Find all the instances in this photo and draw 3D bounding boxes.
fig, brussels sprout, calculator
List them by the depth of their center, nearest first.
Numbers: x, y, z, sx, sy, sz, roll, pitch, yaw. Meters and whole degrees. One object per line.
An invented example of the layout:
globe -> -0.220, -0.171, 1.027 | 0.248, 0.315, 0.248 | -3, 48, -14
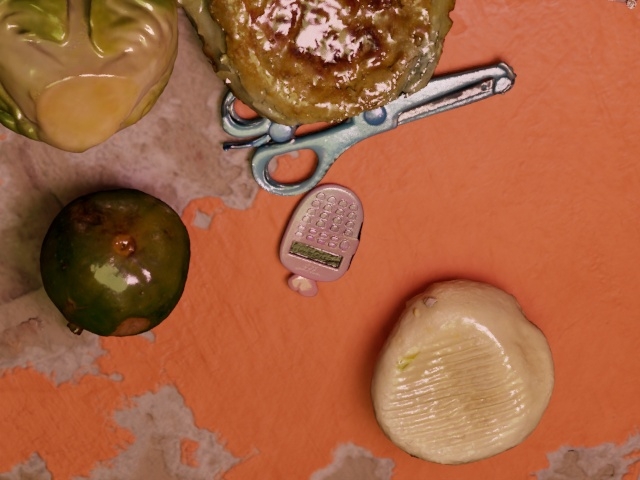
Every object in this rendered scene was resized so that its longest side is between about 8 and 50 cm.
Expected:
brussels sprout -> -0.299, -0.253, 1.662 | 0.259, 0.294, 0.227 | -3, 144, -26
fig -> -0.279, 0.041, 1.844 | 0.195, 0.195, 0.245 | 29, 145, -16
calculator -> 0.000, 0.000, 1.914 | 0.103, 0.024, 0.166 | 19, 109, -12

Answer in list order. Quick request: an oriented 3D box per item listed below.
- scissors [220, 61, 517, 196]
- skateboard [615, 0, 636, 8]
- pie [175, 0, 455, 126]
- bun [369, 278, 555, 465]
scissors -> 0.062, -0.173, 1.838 | 0.393, 0.032, 0.180 | -14, 114, 3
skateboard -> 0.380, -0.342, 1.793 | 0.064, 0.032, 0.083 | 12, 115, 2
pie -> -0.001, -0.294, 1.736 | 0.355, 0.103, 0.288 | -11, 106, 1
bun -> 0.197, 0.177, 1.937 | 0.259, 0.160, 0.259 | 3, 105, 10
